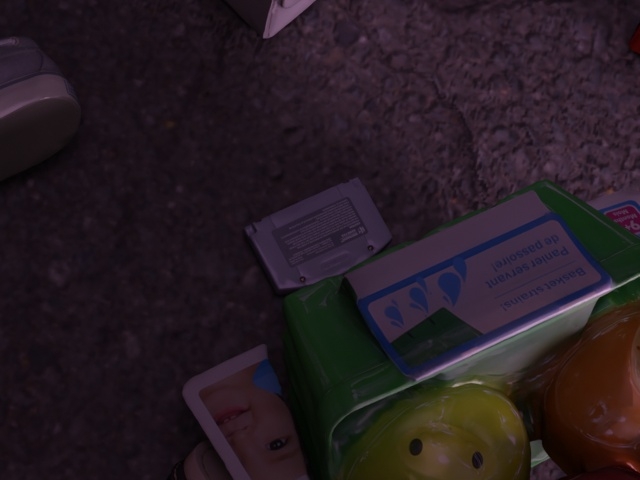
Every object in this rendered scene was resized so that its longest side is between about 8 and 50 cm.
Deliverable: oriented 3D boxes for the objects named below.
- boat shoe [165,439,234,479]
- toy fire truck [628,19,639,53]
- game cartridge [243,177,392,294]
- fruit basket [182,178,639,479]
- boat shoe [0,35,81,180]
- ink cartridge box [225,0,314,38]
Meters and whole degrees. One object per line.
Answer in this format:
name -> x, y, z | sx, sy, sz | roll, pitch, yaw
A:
boat shoe -> -0.021, 0.211, 1.107 | 0.065, 0.075, 0.206 | -42, 86, 23
toy fire truck -> 0.276, -0.164, 1.286 | 0.192, 0.047, 0.135 | 30, 67, 2
game cartridge -> 0.000, 0.000, 1.199 | 0.083, 0.017, 0.056 | -24, 72, -16
fruit basket -> 0.141, 0.132, 1.049 | 0.327, 0.165, 0.353 | -23, 48, -16
boat shoe -> -0.260, -0.060, 1.154 | 0.227, 0.079, 0.081 | -23, 56, -15
ink cartridge box -> -0.046, -0.312, 1.206 | 0.270, 0.197, 0.198 | 45, 70, 8
